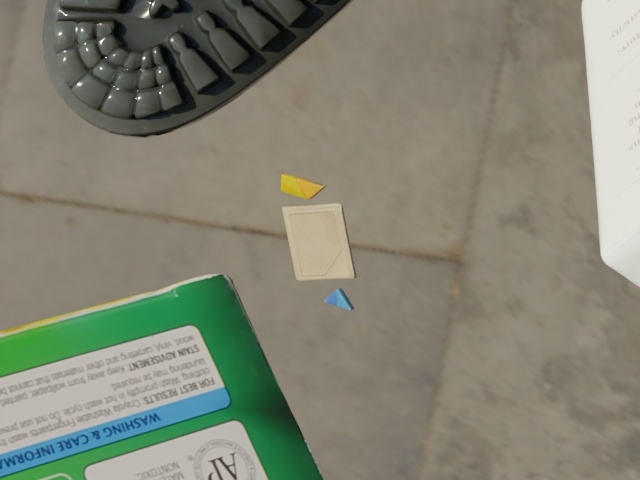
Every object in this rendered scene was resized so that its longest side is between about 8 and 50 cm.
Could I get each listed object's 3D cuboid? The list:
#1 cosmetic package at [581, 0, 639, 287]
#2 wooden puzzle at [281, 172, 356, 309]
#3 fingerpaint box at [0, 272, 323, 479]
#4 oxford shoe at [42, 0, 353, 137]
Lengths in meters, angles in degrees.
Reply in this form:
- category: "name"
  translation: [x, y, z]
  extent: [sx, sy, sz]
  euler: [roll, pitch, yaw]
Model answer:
- category: "cosmetic package"
  translation: [0.457, -0.114, 1.725]
  extent: [0.329, 0.327, 0.393]
  euler: [-41, 27, 32]
- category: "wooden puzzle"
  translation: [0.000, 0.000, 1.722]
  extent: [0.078, 0.014, 0.116]
  euler: [7, 109, 40]
- category: "fingerpaint box"
  translation: [-0.262, 0.212, 0.920]
  extent: [0.163, 0.445, 0.371]
  euler: [64, 144, 17]
- category: "oxford shoe"
  translation: [0.001, -0.115, 0.600]
  extent: [0.083, 0.096, 0.227]
  euler: [36, 75, 6]
